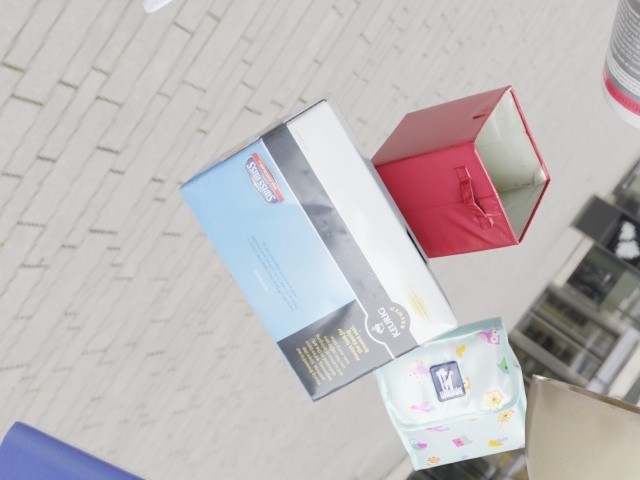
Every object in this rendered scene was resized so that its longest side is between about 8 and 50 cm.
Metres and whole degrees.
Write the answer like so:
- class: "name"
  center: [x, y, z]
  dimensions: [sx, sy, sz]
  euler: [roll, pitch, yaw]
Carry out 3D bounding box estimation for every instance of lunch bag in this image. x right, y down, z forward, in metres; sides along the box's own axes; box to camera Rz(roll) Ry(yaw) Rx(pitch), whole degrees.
- class: "lunch bag"
  center: [0.217, 0.239, 1.506]
  dimensions: [0.160, 0.224, 0.262]
  euler: [-93, 165, -46]

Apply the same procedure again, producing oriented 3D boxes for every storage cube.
- class: "storage cube"
  center: [0.215, -0.102, 1.431]
  dimensions: [0.193, 0.183, 0.215]
  euler: [-10, -151, 37]

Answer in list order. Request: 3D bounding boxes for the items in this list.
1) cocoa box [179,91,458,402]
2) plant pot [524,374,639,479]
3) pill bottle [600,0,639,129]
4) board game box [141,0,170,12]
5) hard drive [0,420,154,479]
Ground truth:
- class: "cocoa box"
  center: [0.000, 0.000, 1.287]
  dimensions: [0.228, 0.347, 0.231]
  euler: [-30, -170, 7]
- class: "plant pot"
  center: [0.381, 0.306, 1.171]
  dimensions: [0.284, 0.284, 0.190]
  euler: [23, 85, -75]
- class: "pill bottle"
  center: [0.424, -0.281, 1.021]
  dimensions: [0.176, 0.176, 0.318]
  euler: [-46, 151, -28]
- class: "board game box"
  center: [0.004, -0.411, 0.879]
  dimensions: [0.390, 0.050, 0.390]
  euler: [-42, -176, -25]
- class: "hard drive"
  center: [-0.136, 0.269, 0.613]
  dimensions: [0.040, 0.319, 0.210]
  euler: [39, 68, -54]
